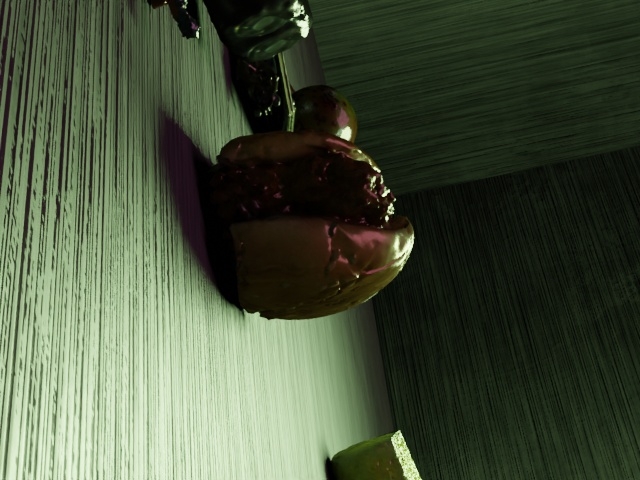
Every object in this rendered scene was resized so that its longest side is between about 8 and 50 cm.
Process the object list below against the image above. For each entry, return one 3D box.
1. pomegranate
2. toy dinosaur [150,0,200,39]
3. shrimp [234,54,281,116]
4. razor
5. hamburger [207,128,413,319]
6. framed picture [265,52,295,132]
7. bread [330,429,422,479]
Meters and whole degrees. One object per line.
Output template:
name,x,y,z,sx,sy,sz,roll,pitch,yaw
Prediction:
pomegranate,-0.015,-0.153,2.000,0.130,0.130,0.130,-12,90,-86
toy dinosaur,-0.112,-0.211,1.160,0.049,0.055,0.154,79,-1,-53
shrimp,-0.088,-0.233,1.669,0.217,0.051,0.150,-109,179,-46
razor,-0.092,-0.345,1.454,0.189,0.107,0.327,58,19,-78
hamburger,-0.007,-0.014,1.331,0.282,0.245,0.155,1,79,-41
framed picture,-0.058,-0.199,1.849,0.273,0.016,0.216,100,-20,-72
bread,0.072,0.307,1.863,0.129,0.111,0.114,15,59,-84
